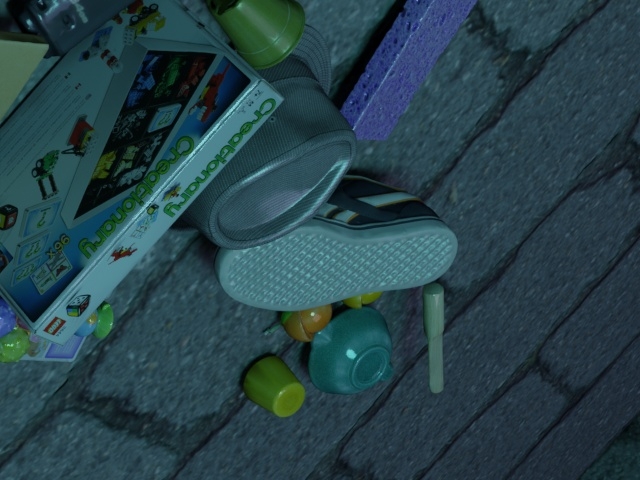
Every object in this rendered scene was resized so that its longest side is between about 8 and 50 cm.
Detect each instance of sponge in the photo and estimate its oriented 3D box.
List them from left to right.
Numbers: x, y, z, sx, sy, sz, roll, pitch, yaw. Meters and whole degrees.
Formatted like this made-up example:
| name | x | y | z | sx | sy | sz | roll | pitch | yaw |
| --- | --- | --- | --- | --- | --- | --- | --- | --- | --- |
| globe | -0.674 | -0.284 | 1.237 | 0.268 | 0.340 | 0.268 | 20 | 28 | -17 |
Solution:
| name | x | y | z | sx | sy | sz | roll | pitch | yaw |
| --- | --- | --- | --- | --- | --- | --- | --- | --- | --- |
| sponge | 0.097 | -0.206 | 1.756 | 0.210 | 0.031 | 0.117 | -58 | 160 | 16 |

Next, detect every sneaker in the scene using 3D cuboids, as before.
| name | x | y | z | sx | sy | sz | roll | pitch | yaw |
| --- | --- | --- | --- | --- | --- | --- | --- | --- | --- |
| sneaker | 0.000 | 0.000 | 1.823 | 0.321 | 0.127 | 0.126 | -2 | 126 | -33 |

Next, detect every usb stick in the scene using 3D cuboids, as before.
| name | x | y | z | sx | sy | sz | roll | pitch | yaw |
| --- | --- | --- | --- | --- | --- | --- | --- | --- | --- |
| usb stick | -0.154 | -0.267 | 1.381 | 0.278 | 0.045 | 0.077 | -39 | 145 | -11 |

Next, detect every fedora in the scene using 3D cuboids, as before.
| name | x | y | z | sx | sy | sz | roll | pitch | yaw |
| --- | --- | --- | --- | --- | --- | --- | --- | --- | --- |
| fedora | -0.058 | -0.089 | 1.634 | 0.275 | 0.124 | 0.244 | -30 | 147 | -24 |

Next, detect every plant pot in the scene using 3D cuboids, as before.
| name | x | y | z | sx | sy | sz | roll | pitch | yaw |
| --- | --- | --- | --- | --- | --- | --- | --- | --- | --- |
| plant pot | -0.071 | -0.224 | 1.514 | 0.083 | 0.083 | 0.079 | -48 | 138 | 4 |

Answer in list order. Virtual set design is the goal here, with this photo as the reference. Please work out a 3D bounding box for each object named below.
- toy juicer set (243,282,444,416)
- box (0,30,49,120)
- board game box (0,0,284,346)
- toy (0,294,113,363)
| name | x | y | z | sx | sy | sz | roll | pitch | yaw |
| --- | --- | --- | --- | --- | --- | --- | --- | --- | --- |
| toy juicer set | 0.053 | 0.120 | 2.071 | 0.329 | 0.089 | 0.209 | -3 | 117 | -38 |
| box | -0.350 | -0.122 | 1.300 | 0.201 | 0.021 | 0.164 | 0 | 140 | -49 |
| board game box | -0.201 | -0.079 | 1.404 | 0.305 | 0.193 | 0.053 | -47 | 149 | 3 |
| toy | -0.309 | 0.084 | 1.600 | 0.237 | 0.056 | 0.137 | 4 | 123 | -53 |
